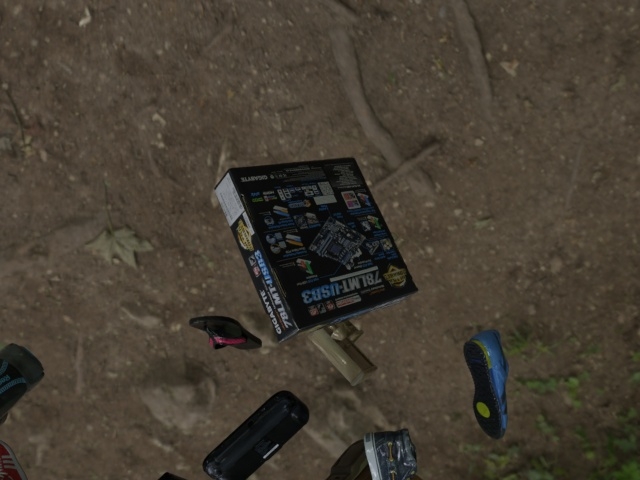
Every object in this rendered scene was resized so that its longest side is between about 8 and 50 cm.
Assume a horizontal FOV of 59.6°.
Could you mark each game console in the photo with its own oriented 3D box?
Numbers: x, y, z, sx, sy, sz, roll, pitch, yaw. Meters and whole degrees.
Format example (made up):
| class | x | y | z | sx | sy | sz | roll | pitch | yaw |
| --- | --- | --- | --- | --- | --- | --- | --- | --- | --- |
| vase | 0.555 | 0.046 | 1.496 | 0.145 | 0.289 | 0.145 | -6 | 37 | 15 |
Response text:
| class | x | y | z | sx | sy | sz | roll | pitch | yaw |
| --- | --- | --- | --- | --- | --- | --- | --- | --- | --- |
| game console | -0.163 | 0.413 | 0.991 | 0.361 | 0.044 | 0.213 | -42 | 137 | -4 |

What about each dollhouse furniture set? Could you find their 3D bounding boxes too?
| class | x | y | z | sx | sy | sz | roll | pitch | yaw |
| --- | --- | --- | --- | --- | --- | --- | --- | --- | --- |
| dollhouse furniture set | 0.163 | 0.174 | 1.415 | 0.355 | 0.174 | 0.303 | -49 | 161 | 12 |

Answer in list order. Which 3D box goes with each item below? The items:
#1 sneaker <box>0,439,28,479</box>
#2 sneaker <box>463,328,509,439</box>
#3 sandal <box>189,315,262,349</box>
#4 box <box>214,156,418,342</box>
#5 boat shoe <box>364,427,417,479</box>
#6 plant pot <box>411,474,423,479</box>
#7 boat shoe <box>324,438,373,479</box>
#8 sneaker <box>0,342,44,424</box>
| class | x | y | z | sx | sy | sz | roll | pitch | yaw |
| --- | --- | --- | --- | --- | --- | --- | --- | --- | --- |
| sneaker | -0.637 | 0.454 | 1.105 | 0.042 | 0.118 | 0.067 | -38 | 176 | 17 |
| sneaker | 0.327 | 0.267 | 1.043 | 0.082 | 0.069 | 0.209 | -19 | 102 | -32 |
| sandal | -0.155 | 0.167 | 0.947 | 0.067 | 0.040 | 0.179 | -11 | 150 | 22 |
| box | 0.000 | 0.000 | 0.983 | 0.295 | 0.293 | 0.073 | -12 | 162 | -40 |
| boat shoe | 0.137 | 0.421 | 0.988 | 0.083 | 0.065 | 0.183 | -13 | 102 | 9 |
| plant pot | 0.172 | 0.546 | 1.041 | 0.032 | 0.236 | 0.236 | -13 | 140 | -32 |
| boat shoe | 0.037 | 0.565 | 1.189 | 0.307 | 0.104 | 0.111 | -36 | -175 | -33 |
| sneaker | -0.673 | 0.317 | 1.076 | 0.125 | 0.139 | 0.341 | 46 | 122 | -5 |
